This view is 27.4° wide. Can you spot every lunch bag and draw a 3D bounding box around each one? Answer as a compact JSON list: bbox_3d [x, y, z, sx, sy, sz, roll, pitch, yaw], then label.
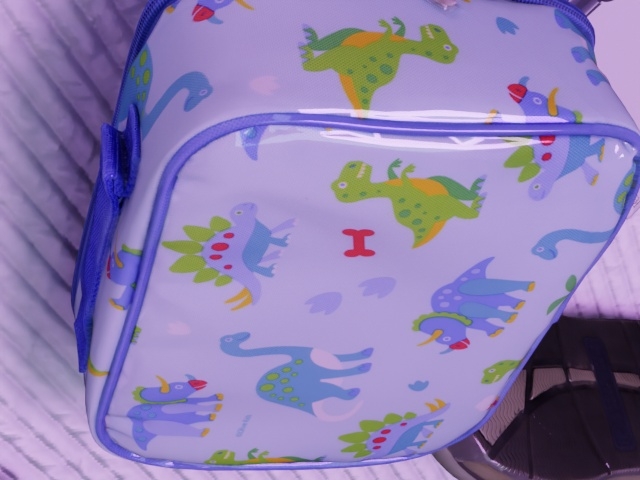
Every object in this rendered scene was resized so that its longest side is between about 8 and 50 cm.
[{"bbox_3d":[0.000,0.000,0.479,0.176,0.090,0.219,0,142,-19],"label":"lunch bag"}]

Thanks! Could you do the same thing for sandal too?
[{"bbox_3d":[0.135,0.101,0.710,0.086,0.120,0.302,-29,145,35],"label":"sandal"}]

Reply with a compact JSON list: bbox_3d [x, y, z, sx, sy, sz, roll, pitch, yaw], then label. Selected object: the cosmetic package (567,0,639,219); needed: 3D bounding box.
[{"bbox_3d":[0.098,-0.106,0.514,0.099,0.060,0.239,-43,138,7],"label":"cosmetic package"}]
